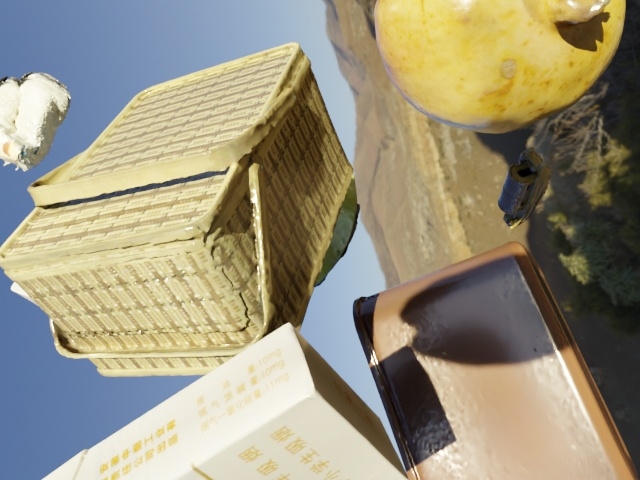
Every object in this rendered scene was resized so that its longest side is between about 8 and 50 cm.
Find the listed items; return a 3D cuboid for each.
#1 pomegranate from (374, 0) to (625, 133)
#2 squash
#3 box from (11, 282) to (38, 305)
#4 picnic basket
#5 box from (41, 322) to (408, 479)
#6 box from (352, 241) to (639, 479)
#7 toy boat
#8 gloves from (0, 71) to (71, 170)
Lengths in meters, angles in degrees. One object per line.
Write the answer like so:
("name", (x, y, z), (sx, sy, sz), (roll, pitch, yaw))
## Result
("pomegranate", (0.241, -0.307, 0.770), (0.342, 0.343, 0.342), (-13, -90, -81))
("squash", (0.000, 0.000, 1.007), (0.155, 0.236, 0.204), (40, -156, 17))
("box", (-0.299, 0.023, 0.898), (0.273, 0.048, 0.265), (-66, -31, -23))
("picnic basket", (-0.119, -0.038, 0.554), (0.312, 0.228, 0.175), (-71, -36, -45))
("box", (-0.073, 0.176, 0.400), (0.149, 0.233, 0.067), (54, -175, -36))
("box", (0.225, 0.194, 0.743), (0.239, 0.230, 0.339), (17, -131, -63))
("toy boat", (0.418, -0.101, 1.204), (0.226, 0.088, 0.068), (87, 159, -56))
("gloves", (-0.445, -0.183, 0.857), (0.070, 0.115, 0.153), (121, 168, -75))
